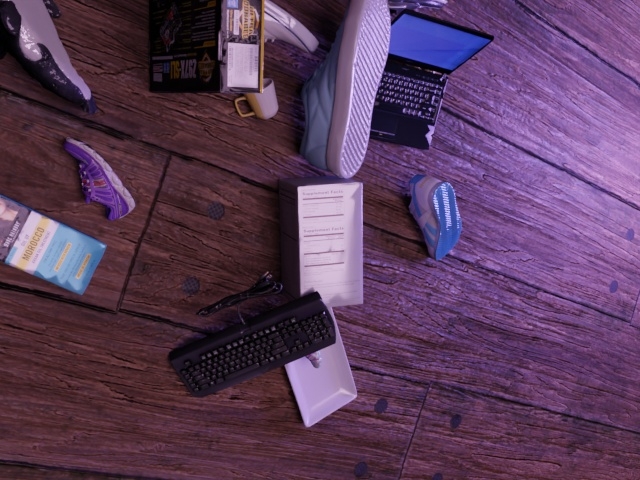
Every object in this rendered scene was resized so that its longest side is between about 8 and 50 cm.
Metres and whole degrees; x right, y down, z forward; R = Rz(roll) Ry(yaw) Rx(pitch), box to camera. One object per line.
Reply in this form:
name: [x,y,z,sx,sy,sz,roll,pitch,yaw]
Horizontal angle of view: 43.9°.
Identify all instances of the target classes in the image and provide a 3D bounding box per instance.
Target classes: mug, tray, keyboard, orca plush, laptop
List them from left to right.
orca plush: [-0.476,-0.319,1.283,0.287,0.102,0.151,55,25,-38]
keyboard: [-0.138,0.177,1.516,0.317,0.033,0.201,-23,115,4]
mug: [-0.117,-0.268,1.527,0.062,0.078,0.064,-62,140,-47]
tray: [-0.016,0.253,1.698,0.145,0.030,0.270,-27,112,-27]
laptop: [0.199,-0.320,1.636,0.234,0.136,0.264,7,103,-30]

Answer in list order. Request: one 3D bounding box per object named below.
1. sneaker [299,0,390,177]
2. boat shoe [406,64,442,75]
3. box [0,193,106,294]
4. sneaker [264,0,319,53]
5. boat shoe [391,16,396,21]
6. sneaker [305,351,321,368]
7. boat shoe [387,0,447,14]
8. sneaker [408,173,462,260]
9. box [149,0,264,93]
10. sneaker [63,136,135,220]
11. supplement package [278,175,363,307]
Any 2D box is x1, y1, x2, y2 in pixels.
sneaker: [0.026,-0.311,1.534,0.135,0.150,0.365,-11,117,-58]
boat shoe: [0.217,-0.391,1.714,0.153,0.048,0.056,30,83,-33]
box: [-0.492,-0.003,1.325,0.244,0.060,0.100,29,83,-33]
sneaker: [-0.122,-0.410,1.481,0.258,0.094,0.091,27,102,-29]
boat shoe: [0.129,-0.422,1.654,0.137,0.043,0.049,-35,137,-4]
sneaker: [-0.041,0.230,1.639,0.069,0.038,0.098,-25,102,-25]
boat shoe: [0.168,-0.513,1.658,0.233,0.084,0.079,-4,139,-39]
sneaker: [0.254,-0.054,1.785,0.087,0.092,0.228,-36,136,-24]
box: [-0.194,-0.368,1.292,0.079,0.322,0.257,-6,101,-30]
sneaker: [-0.390,-0.103,1.371,0.071,0.068,0.170,-40,118,-14]
supplement package: [0.000,0.000,1.582,0.134,0.139,0.244,-5,103,-19]
